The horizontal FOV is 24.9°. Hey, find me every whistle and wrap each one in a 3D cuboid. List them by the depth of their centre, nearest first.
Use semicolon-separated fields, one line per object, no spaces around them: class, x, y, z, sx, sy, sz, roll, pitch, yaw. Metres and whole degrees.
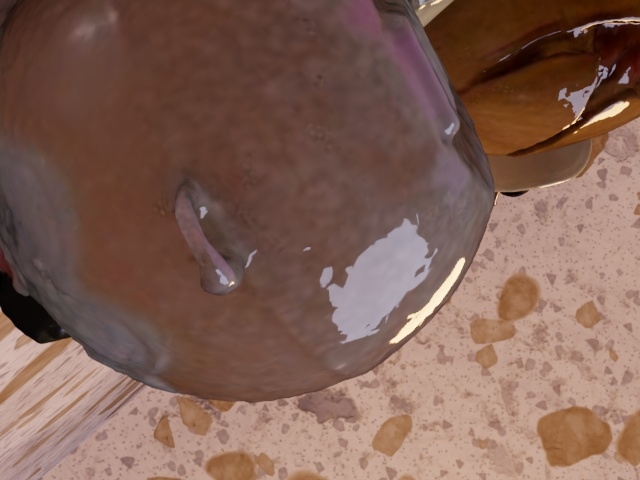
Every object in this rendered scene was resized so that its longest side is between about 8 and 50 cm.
whistle;-0.029;-0.052;0.571;0.189;0.189;0.348;-42;-169;19

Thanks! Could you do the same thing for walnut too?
walnut;0.174;-0.167;1.177;0.298;0.203;0.203;-22;172;-17

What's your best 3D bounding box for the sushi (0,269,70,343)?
sushi;-0.093;-0.033;0.866;0.359;0.064;0.343;-43;177;40

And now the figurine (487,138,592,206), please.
figurine;0.164;-0.132;1.486;0.185;0.204;0.332;-36;180;-10

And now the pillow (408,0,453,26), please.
pillow;0.060;-0.166;1.004;0.229;0.051;0.128;-41;177;31
